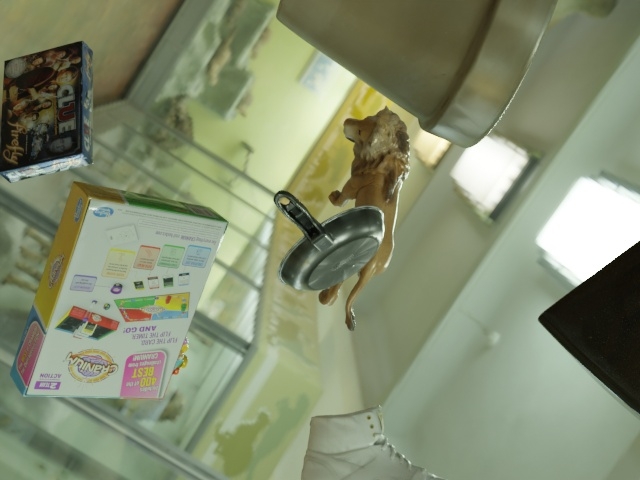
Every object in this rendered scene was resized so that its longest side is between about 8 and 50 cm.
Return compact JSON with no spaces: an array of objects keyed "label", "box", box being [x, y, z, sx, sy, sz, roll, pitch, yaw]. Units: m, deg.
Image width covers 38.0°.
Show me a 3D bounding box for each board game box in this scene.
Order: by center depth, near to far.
[{"label":"board game box","box":[-0.300,0.086,1.396,0.064,0.242,0.317,35,-72,46]},{"label":"board game box","box":[-0.495,-0.235,1.684,0.042,0.165,0.243,57,23,-62]}]

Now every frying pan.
[{"label":"frying pan","box":[0.025,-0.012,1.417,0.197,0.053,0.326,-27,156,-16]}]

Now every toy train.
[{"label":"toy train","box":[-0.292,0.192,1.615,0.166,0.125,0.046,97,-25,-58]}]

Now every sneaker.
[{"label":"sneaker","box":[0.117,0.368,1.584,0.108,0.292,0.169,104,-7,-79]}]

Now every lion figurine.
[{"label":"lion figurine","box":[0.095,-0.042,1.774,0.240,0.142,0.392,138,-47,-62]}]

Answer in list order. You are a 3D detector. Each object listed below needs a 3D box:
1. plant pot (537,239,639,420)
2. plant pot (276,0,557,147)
[{"label":"plant pot","box":[0.363,0.105,0.947,0.188,0.167,0.187,-39,151,8]},{"label":"plant pot","box":[0.106,-0.306,1.118,0.323,0.280,0.323,-162,-90,-84]}]
